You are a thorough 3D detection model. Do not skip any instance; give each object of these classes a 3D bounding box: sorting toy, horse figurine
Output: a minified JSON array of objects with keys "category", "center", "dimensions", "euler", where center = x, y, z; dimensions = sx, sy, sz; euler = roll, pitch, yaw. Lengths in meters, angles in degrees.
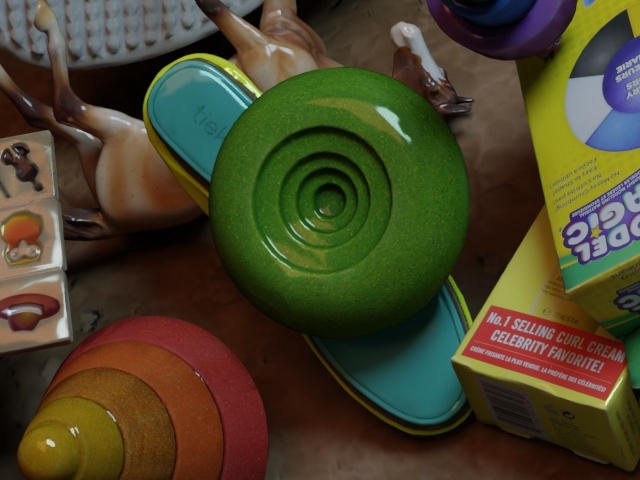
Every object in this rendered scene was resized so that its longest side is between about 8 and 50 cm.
[{"category":"sorting toy","center":[-0.025,0.000,0.827],"dimensions":[0.127,0.126,0.365],"euler":[42,101,15]},{"category":"horse figurine","center":[-0.074,-0.077,1.009],"dimensions":[0.263,0.174,0.066],"euler":[-32,12,2]}]

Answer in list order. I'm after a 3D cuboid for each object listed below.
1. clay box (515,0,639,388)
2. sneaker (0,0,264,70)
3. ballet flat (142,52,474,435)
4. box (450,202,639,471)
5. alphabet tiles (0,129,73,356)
[{"category":"clay box","center":[0.159,-0.054,0.828],"dimensions":[0.127,0.053,0.222],"euler":[-30,43,24]},{"category":"sneaker","center":[-0.038,-0.227,1.078],"dimensions":[0.366,0.135,0.150],"euler":[-32,19,3]},{"category":"ballet flat","center":[0.000,0.000,0.931],"dimensions":[0.077,0.077,0.231],"euler":[-41,79,-1]},{"category":"box","center":[0.155,-0.008,0.890],"dimensions":[0.087,0.058,0.232],"euler":[17,62,33]},{"category":"alphabet tiles","center":[-0.244,0.018,0.936],"dimensions":[0.237,0.009,0.198],"euler":[-10,64,2]}]
